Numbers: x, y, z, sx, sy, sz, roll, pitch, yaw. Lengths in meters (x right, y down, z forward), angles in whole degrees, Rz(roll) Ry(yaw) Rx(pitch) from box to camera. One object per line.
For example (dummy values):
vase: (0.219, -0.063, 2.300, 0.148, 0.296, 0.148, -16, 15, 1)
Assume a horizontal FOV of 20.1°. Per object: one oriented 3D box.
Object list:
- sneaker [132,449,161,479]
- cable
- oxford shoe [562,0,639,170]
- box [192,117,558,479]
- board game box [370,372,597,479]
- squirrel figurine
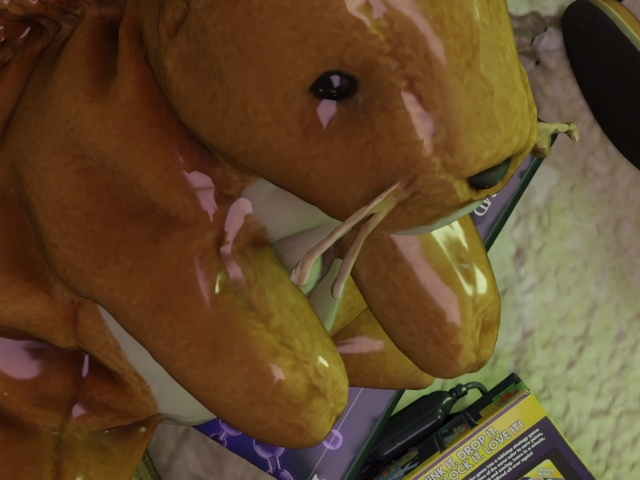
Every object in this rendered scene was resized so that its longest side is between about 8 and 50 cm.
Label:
sneaker: (-0.172, 0.170, 1.077, 0.153, 0.099, 0.282, -13, 138, 5)
cable: (0.066, 0.187, 1.173, 0.184, 0.047, 0.150, -35, 103, 1)
oxford shoe: (0.234, -0.077, 1.134, 0.212, 0.076, 0.076, 49, 64, -5)
box: (0.000, 0.000, 1.093, 0.184, 0.103, 0.261, 30, 96, 5)
board game box: (0.098, 0.190, 1.128, 0.170, 0.048, 0.141, -37, 101, 2)
squirrel figurine: (-0.059, -0.094, 0.843, 0.281, 0.370, 0.397, -17, 70, -27)
